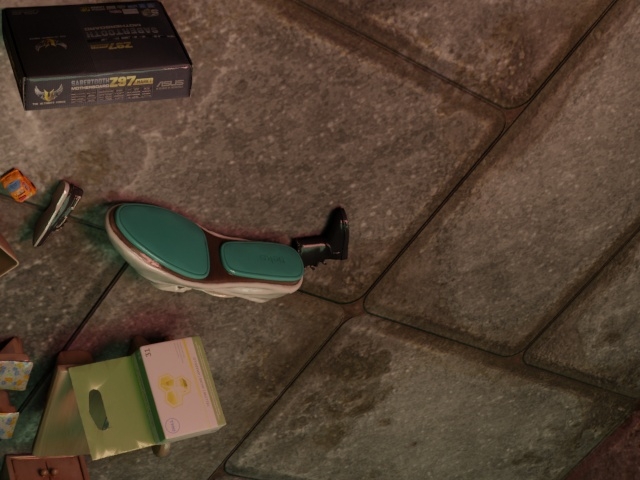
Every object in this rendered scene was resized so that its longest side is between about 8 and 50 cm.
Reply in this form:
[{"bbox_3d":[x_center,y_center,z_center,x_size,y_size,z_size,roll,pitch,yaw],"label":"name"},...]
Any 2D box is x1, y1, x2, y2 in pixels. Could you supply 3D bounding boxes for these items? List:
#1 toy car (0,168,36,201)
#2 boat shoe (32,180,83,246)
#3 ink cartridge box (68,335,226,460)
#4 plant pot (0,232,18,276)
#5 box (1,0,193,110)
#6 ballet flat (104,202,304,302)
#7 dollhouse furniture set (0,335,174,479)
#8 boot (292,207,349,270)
[{"bbox_3d":[-0.502,-0.066,1.824,0.122,0.041,0.060,-20,136,-9],"label":"toy car"},{"bbox_3d":[-0.422,-0.038,1.889,0.038,0.046,0.125,20,111,-33],"label":"boat shoe"},{"bbox_3d":[-0.297,0.268,2.034,0.235,0.171,0.056,-8,162,-34],"label":"ink cartridge box"},{"bbox_3d":[-0.550,0.005,1.826,0.109,0.096,0.109,-32,137,4],"label":"plant pot"},{"bbox_3d":[-0.311,-0.260,1.636,0.232,0.183,0.059,-8,133,-19],"label":"box"},{"bbox_3d":[-0.212,0.043,2.023,0.400,0.139,0.139,14,122,-37],"label":"ballet flat"},{"bbox_3d":[-0.449,0.393,2.122,0.362,0.256,0.394,3,129,-29],"label":"dollhouse furniture set"},{"bbox_3d":[0.000,-0.001,2.138,0.099,0.045,0.121,-9,132,-11],"label":"boot"}]
